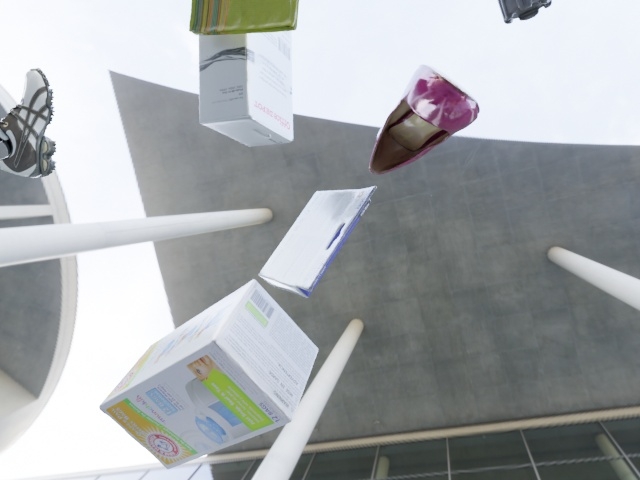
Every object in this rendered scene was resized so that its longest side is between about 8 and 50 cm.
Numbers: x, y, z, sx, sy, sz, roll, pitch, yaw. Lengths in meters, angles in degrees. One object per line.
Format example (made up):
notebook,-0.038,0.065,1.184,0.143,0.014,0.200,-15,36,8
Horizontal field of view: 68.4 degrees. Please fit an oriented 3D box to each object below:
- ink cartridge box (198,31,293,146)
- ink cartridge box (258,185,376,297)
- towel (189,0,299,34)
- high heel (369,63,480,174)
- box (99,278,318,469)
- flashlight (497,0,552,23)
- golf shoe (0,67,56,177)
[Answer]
ink cartridge box,-0.153,-0.365,1.001,0.122,0.211,0.289,-3,-94,21
ink cartridge box,0.000,0.000,0.883,0.045,0.224,0.223,40,-105,-24
towel,-0.139,-0.418,0.826,0.237,0.021,0.102,12,-76,29
high heel,0.161,-0.180,0.821,0.127,0.377,0.181,38,-80,2
box,-0.121,0.150,0.514,0.203,0.103,0.114,-31,-74,29
flashlight,0.279,-0.502,0.724,0.103,0.103,0.304,-18,-85,-12
golf shoe,-0.512,-0.208,0.812,0.077,0.094,0.198,-15,-101,52
